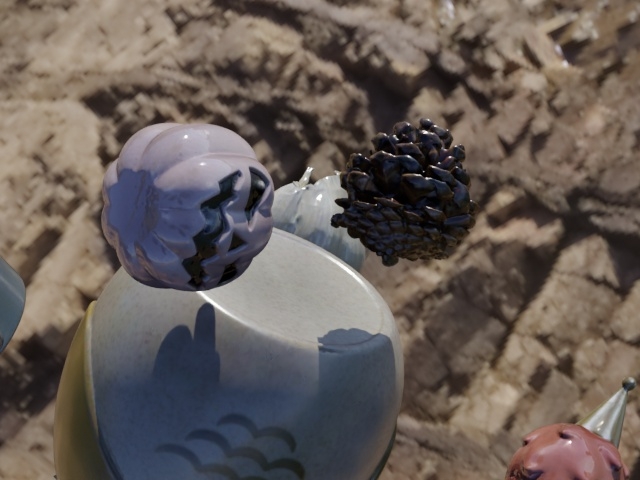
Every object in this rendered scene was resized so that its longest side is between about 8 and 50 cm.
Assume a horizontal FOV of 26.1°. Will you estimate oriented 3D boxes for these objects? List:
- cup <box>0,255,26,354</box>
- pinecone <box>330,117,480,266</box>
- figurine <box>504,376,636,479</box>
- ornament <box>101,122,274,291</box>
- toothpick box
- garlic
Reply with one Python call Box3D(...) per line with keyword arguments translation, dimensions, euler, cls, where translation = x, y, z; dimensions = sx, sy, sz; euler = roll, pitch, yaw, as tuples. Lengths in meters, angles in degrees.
Box3D(translation=(-0.148, 0.014, 0.469), dimensions=(0.100, 0.077, 0.078), euler=(9, 53, 45), cls="cup")
Box3D(translation=(0.098, -0.054, 1.512), dimensions=(0.173, 0.173, 0.173), euler=(-17, 47, 20), cls="pinecone")
Box3D(translation=(0.275, 0.328, 1.606), dimensions=(0.166, 0.207, 0.387), euler=(33, 63, 8), cls="figurine")
Box3D(translation=(-0.130, -0.034, 1.404), dimensions=(0.177, 0.177, 0.177), euler=(-17, 47, 20), cls="ornament")
Box3D(translation=(-0.124, 0.220, 1.689), dimensions=(0.409, 0.409, 0.425), euler=(50, 123, 46), cls="toothpick box")
Box3D(translation=(0.000, 0.000, 2.044), dimensions=(0.143, 0.229, 0.178), euler=(50, 125, 39), cls="garlic")
